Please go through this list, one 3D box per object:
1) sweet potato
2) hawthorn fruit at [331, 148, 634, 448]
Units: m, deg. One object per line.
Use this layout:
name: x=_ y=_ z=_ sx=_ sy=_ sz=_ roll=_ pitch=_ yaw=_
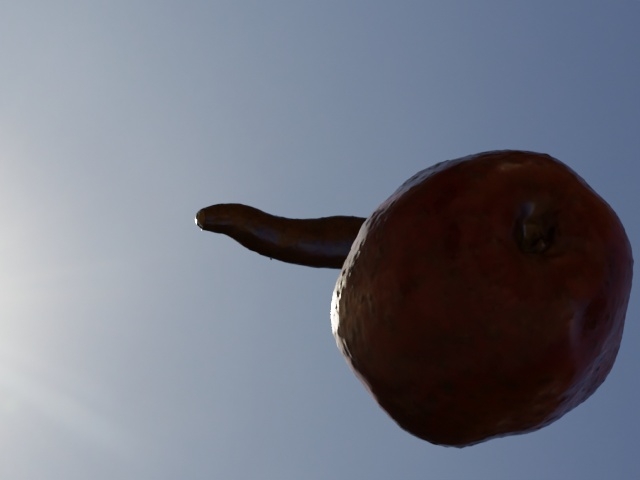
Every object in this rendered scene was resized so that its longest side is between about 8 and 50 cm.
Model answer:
sweet potato: x=0.001 y=0.001 z=1.174 sx=0.057 sy=0.265 sz=0.057 roll=-11 pitch=-103 yaw=57
hawthorn fruit: x=0.100 y=0.032 z=0.719 sx=0.189 sy=0.189 sz=0.189 roll=5 pitch=-84 yaw=53
